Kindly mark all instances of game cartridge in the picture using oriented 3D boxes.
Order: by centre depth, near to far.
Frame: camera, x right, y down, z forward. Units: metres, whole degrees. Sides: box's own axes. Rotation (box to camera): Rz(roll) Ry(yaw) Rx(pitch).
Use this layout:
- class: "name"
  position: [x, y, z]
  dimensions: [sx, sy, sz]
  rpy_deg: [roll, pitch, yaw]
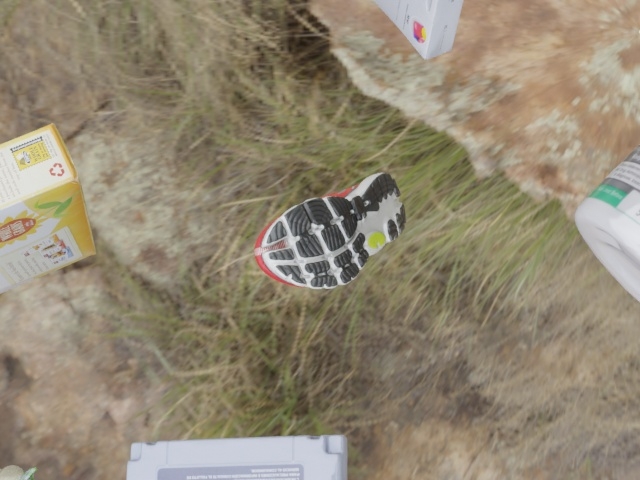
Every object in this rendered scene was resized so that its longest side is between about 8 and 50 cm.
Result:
- class: "game cartridge"
  position: [-0.108, 0.349, 1.587]
  dimensions: [0.294, 0.060, 0.196]
  rpy_deg: [-4, 69, 17]

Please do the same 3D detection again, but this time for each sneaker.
- class: "sneaker"
  position: [0.000, 0.000, 1.507]
  dimensions: [0.118, 0.279, 0.107]
  rpy_deg: [-17, 93, 35]

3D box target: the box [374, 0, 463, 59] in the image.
- class: "box"
  position: [0.077, -0.295, 1.250]
  dimensions: [0.186, 0.038, 0.145]
  rpy_deg: [54, 154, 30]

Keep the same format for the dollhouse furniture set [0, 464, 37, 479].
- class: "dollhouse furniture set"
  position: [-0.206, 0.252, 0.733]
  dimensions: [0.302, 0.197, 0.151]
  rpy_deg: [8, 128, 18]

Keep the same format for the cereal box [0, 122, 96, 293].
- class: "cereal box"
  position: [-0.268, 0.015, 0.809]
  dimensions: [0.240, 0.173, 0.047]
  rpy_deg: [-23, 78, -13]

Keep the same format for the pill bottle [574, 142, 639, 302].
- class: "pill bottle"
  position: [0.451, -0.083, 1.270]
  dimensions: [0.204, 0.204, 0.361]
  rpy_deg: [45, 89, 4]
